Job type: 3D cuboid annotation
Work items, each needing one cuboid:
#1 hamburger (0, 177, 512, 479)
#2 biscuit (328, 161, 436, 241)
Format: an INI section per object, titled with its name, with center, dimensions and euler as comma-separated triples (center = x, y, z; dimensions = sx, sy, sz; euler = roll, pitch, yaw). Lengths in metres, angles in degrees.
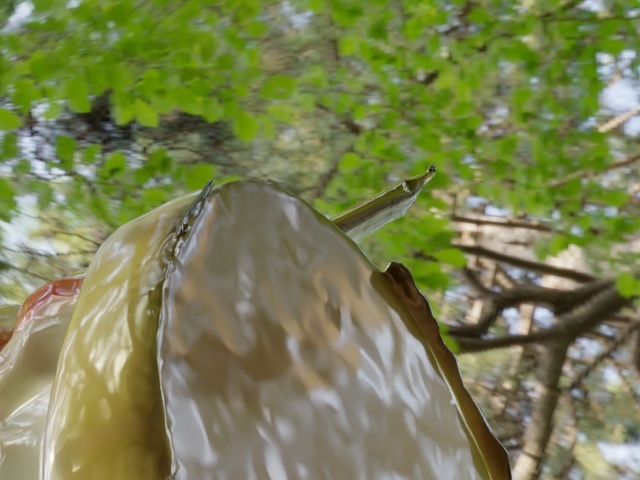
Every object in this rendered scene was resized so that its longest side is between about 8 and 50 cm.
[hamburger]
center = -0.051, 0.110, 0.586
dimensions = 0.186, 0.302, 0.261
euler = -22, -46, 22
[biscuit]
center = 0.000, 0.000, 1.299
dimensions = 0.026, 0.048, 0.292
euler = 49, -137, 14
